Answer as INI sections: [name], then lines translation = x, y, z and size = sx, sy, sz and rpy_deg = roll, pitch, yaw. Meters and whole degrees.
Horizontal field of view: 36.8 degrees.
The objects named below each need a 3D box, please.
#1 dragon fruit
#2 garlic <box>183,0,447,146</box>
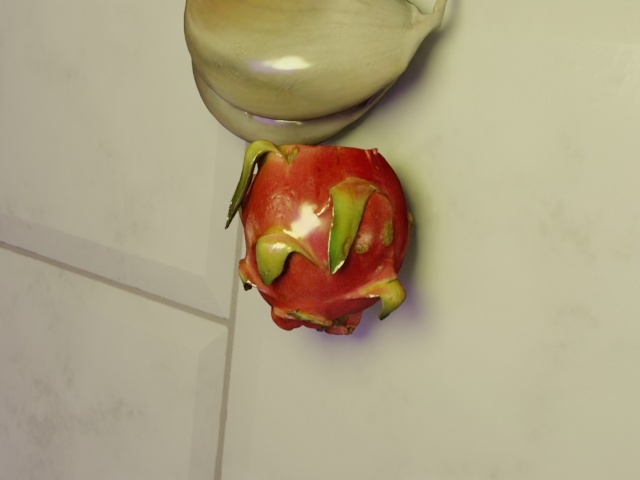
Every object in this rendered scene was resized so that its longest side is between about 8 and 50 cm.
[dragon fruit]
translation = 0.000, -0.005, 1.130
size = 0.224, 0.224, 0.227
rpy_deg = 2, 79, 36
[garlic]
translation = -0.012, -0.218, 1.157
size = 0.340, 0.231, 0.245
rpy_deg = 10, 58, 19
